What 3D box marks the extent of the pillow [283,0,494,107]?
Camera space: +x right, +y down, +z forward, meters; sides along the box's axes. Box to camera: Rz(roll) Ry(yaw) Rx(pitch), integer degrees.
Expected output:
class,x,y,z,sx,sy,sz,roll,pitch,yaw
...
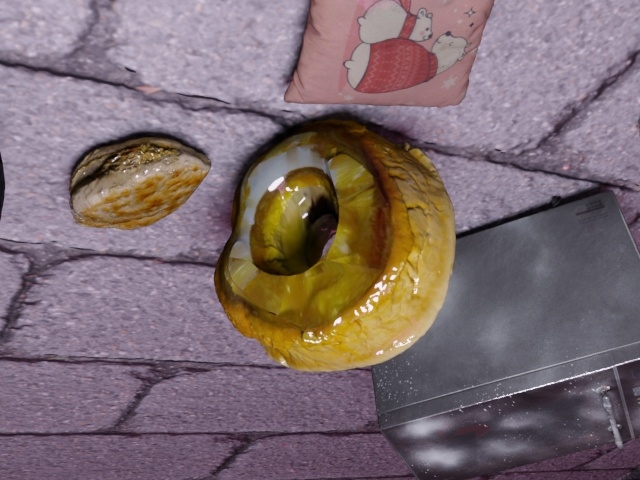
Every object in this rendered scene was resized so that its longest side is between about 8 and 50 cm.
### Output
class,x,y,z,sx,sy,sz,roll,pitch,yaw
pillow,0.080,-0.233,0.893,0.223,0.084,0.236,-3,142,-15

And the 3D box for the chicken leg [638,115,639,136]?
class,x,y,z,sx,sy,sz,roll,pitch,yaw
chicken leg,0.546,-0.178,1.171,0.178,0.070,0.093,-6,148,8

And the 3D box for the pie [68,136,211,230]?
class,x,y,z,sx,sy,sz,roll,pitch,yaw
pie,-0.230,-0.069,1.039,0.193,0.079,0.163,-22,156,12

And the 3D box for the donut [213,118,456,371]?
class,x,y,z,sx,sy,sz,roll,pitch,yaw
donut,0.000,0.000,0.994,0.330,0.330,0.160,-33,139,28

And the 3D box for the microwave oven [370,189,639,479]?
class,x,y,z,sx,sy,sz,roll,pitch,yaw
microwave oven,0.311,0.157,1.311,0.432,0.374,0.236,-18,138,14

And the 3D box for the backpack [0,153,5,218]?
class,x,y,z,sx,sy,sz,roll,pitch,yaw
backpack,-0.559,-0.044,0.803,0.445,0.255,0.363,-10,151,-32
